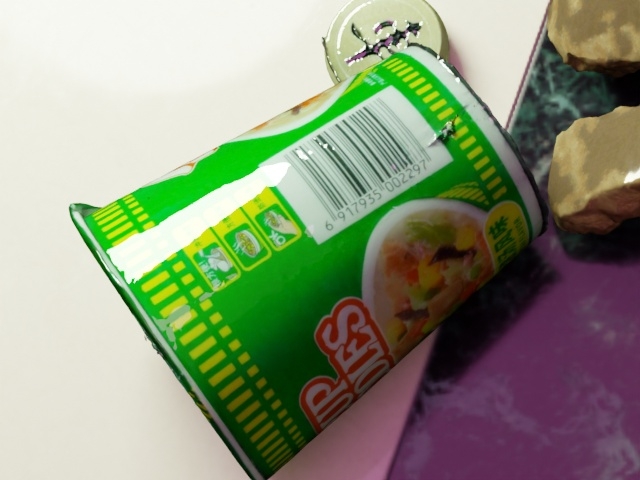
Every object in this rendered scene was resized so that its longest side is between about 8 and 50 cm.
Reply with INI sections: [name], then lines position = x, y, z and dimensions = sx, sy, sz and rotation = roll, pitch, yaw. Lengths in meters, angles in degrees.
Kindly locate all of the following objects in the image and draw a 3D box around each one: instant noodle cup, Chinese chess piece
[instant noodle cup]
position = 0.000, 0.000, 0.887
dimensions = 0.233, 0.207, 0.207
rotation = -35, 71, -5
[Chinese chess piece]
position = 0.044, -0.127, 0.985
dimensions = 0.084, 0.034, 0.084
rotation = -3, 75, 10

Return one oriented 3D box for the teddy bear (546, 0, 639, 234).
[teddy bear]
position = 0.302, -0.101, 0.877
dimensions = 0.296, 0.223, 0.246
rotation = -11, 75, 55
